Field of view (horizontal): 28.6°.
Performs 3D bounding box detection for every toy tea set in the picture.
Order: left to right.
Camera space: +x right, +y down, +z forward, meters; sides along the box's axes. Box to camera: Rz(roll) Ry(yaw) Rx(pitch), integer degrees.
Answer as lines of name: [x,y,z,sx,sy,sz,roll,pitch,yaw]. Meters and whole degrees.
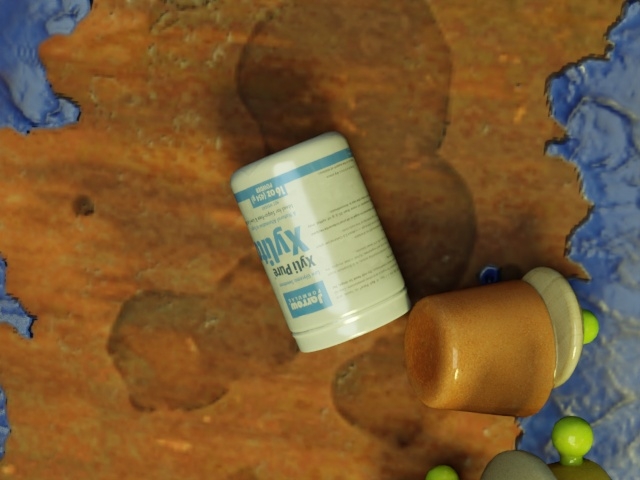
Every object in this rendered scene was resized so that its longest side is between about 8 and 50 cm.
toy tea set: [0.122,0.185,0.658,0.124,0.200,0.336,-1,100,-21]

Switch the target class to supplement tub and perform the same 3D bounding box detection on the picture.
supplement tub: [0.000,0.000,0.692,0.071,0.071,0.107,-22,92,16]
